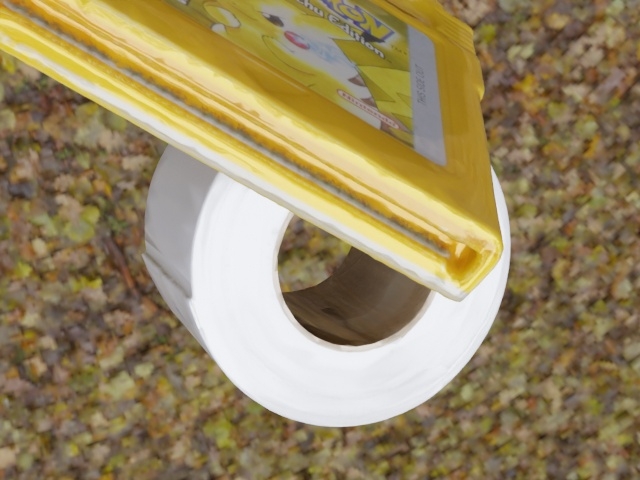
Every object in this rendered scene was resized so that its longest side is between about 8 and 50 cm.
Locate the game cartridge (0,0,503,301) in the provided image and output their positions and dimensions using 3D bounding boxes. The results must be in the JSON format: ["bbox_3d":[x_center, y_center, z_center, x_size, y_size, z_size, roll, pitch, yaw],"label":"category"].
[{"bbox_3d":[-0.027,-0.131,0.652,0.285,0.324,0.053,29,120,-13],"label":"game cartridge"}]

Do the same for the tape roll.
[{"bbox_3d":[0.000,0.000,0.858,0.246,0.169,0.246,-4,103,-20],"label":"tape roll"}]
